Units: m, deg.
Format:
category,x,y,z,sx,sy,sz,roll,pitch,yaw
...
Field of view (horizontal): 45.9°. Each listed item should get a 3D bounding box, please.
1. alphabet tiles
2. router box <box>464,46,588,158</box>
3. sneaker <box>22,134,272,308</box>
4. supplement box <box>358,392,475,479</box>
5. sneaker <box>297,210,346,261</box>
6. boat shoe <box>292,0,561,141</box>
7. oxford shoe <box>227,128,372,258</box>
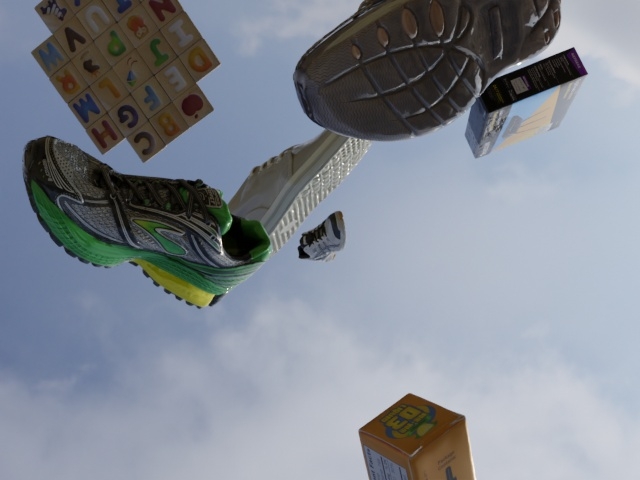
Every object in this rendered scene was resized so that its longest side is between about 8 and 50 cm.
category,x,y,z,sx,sy,sz,roll,pitch,yaw
alphabet tiles,-0.355,-0.329,1.366,0.343,0.285,0.011,55,-167,-5
router box,0.267,-0.178,1.009,0.133,0.179,0.046,-22,-104,2
sneaker,-0.199,-0.040,0.909,0.343,0.146,0.134,29,-145,-45
supplement box,0.106,0.271,0.743,0.078,0.234,0.080,-26,-153,-32
sneaker,0.000,0.000,0.703,0.036,0.083,0.032,-1,-117,-15
boat shoe,0.102,-0.197,0.762,0.355,0.132,0.130,-29,-149,-33
oxford shoe,-0.058,-0.110,1.389,0.130,0.449,0.169,54,-145,13
